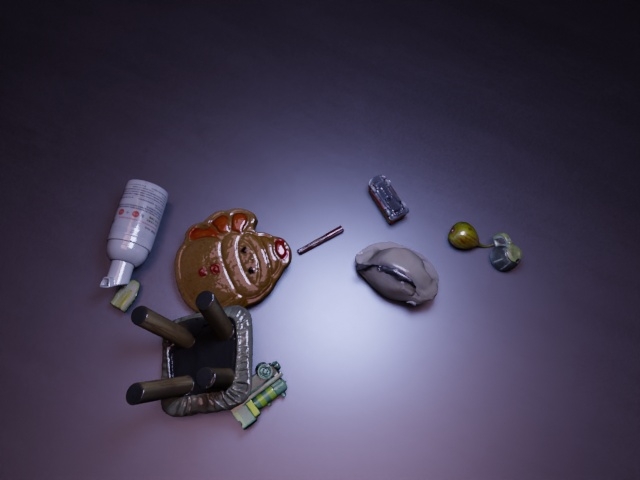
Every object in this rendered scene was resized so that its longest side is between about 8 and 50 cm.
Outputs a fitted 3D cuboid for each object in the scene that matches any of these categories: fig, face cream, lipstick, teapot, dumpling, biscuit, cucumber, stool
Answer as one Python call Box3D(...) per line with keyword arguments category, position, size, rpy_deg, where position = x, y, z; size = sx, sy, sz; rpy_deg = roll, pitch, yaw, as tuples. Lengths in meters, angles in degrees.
Box3D(category="fig", position=(0.521, -0.006, 1.703), size=(0.166, 0.093, 0.093), rpy_deg=(19, 69, 6))
Box3D(category="face cream", position=(-0.620, -0.006, 1.637), size=(0.146, 0.145, 0.369), rpy_deg=(11, 70, 2))
Box3D(category="lipstick", position=(0.000, 0.001, 1.717), size=(0.177, 0.027, 0.027), rpy_deg=(-29, 73, -11))
Box3D(category="teapot", position=(0.620, 0.041, 1.680), size=(0.124, 0.091, 0.092), rpy_deg=(41, 72, 2))
Box3D(category="dumpling", position=(0.256, 0.085, 1.625), size=(0.293, 0.163, 0.204), rpy_deg=(31, 75, 22))
Box3D(category="biscuit", position=(-0.283, 0.073, 1.628), size=(0.382, 0.074, 0.358), rpy_deg=(-18, 81, 1))
Box3D(category="cucumber", position=(-0.621, 0.180, 1.622), size=(0.067, 0.035, 0.107), rpy_deg=(23, 64, 19))
Box3D(category="stool", position=(-0.372, 0.323, 1.424), size=(0.311, 0.226, 0.310), rpy_deg=(-15, 61, 16))

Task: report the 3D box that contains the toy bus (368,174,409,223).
Box3D(category="toy bus", position=(0.231, -0.142, 1.752), size=(0.079, 0.077, 0.174), rpy_deg=(-27, 72, -12))

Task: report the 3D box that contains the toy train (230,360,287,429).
Box3D(category="toy train", position=(-0.190, 0.457, 1.509), size=(0.200, 0.083, 0.132), rpy_deg=(-34, 85, -14))
